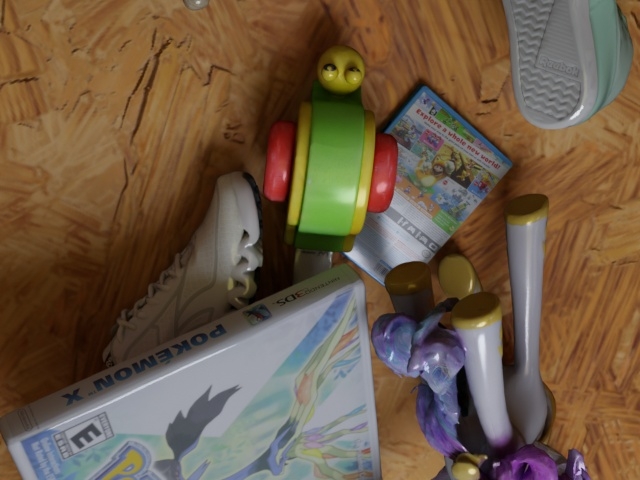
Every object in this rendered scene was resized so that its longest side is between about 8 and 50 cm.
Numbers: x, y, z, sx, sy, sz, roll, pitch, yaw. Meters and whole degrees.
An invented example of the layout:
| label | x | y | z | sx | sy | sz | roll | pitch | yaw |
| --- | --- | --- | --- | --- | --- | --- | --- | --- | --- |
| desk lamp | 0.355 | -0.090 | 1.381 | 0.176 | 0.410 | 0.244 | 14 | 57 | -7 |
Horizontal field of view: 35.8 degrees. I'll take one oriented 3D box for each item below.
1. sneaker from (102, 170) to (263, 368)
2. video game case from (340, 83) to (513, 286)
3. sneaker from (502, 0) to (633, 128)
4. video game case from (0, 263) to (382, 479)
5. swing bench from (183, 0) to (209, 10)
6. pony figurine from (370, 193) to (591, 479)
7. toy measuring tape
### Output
| label | x | y | z | sx | sy | sz | roll | pitch | yaw |
| --- | --- | --- | --- | --- | --- | --- | --- | --- | --- |
| sneaker | -0.124 | 0.074 | 0.874 | 0.118 | 0.110 | 0.292 | 16 | 104 | -7 |
| video game case | 0.082 | -0.044 | 0.918 | 0.119 | 0.015 | 0.166 | 38 | 98 | -20 |
| sneaker | 0.208 | -0.227 | 0.838 | 0.094 | 0.151 | 0.256 | 2 | 101 | 30 |
| video game case | -0.084 | 0.203 | 0.862 | 0.300 | 0.036 | 0.329 | -24 | 133 | -18 |
| swing bench | -0.017 | -0.331 | 0.721 | 0.253 | 0.165 | 0.254 | -17 | 111 | -5 |
| pony figurine | 0.155 | 0.190 | 0.862 | 0.303 | 0.351 | 0.363 | -5 | 115 | 27 |
| toy measuring tape | 0.000 | 0.000 | 0.847 | 0.121 | 0.121 | 0.330 | 5 | 101 | -13 |
